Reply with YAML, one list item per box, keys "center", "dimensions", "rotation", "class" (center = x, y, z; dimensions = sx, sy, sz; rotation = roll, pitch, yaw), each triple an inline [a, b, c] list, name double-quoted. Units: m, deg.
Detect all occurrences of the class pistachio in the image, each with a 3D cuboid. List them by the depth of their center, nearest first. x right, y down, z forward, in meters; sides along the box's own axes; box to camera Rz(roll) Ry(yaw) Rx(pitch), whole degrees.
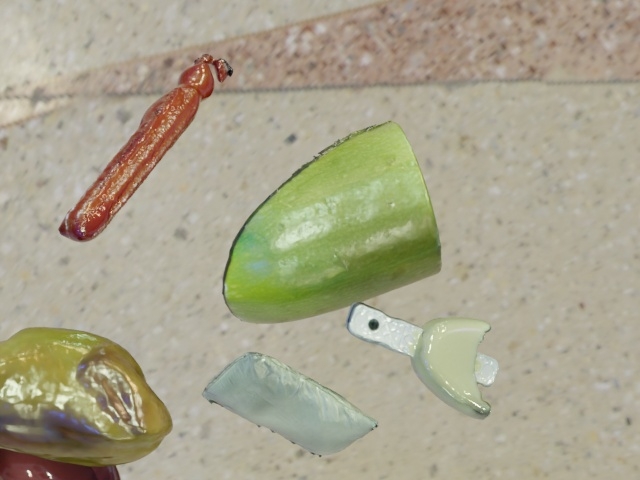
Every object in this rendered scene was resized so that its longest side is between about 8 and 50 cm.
- center: [-0.218, 0.136, 1.242]
  dimensions: [0.189, 0.110, 0.100]
  rotation: [7, 51, -5]
  class: "pistachio"

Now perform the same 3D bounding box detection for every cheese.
- center: [0.136, 0.141, 1.911]
  dimensions: [0.235, 0.050, 0.127]
  rotation: [21, 81, -20]
  class: "cheese"

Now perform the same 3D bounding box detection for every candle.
- center: [-0.196, -0.105, 1.639]
  dimensions: [0.048, 0.051, 0.329]
  rotation: [47, 47, -15]
  class: "candle"

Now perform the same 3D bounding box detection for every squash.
- center: [0.000, 0.000, 2.079]
  dimensions: [0.309, 0.233, 0.210]
  rotation: [-17, 43, -4]
  class: "squash"

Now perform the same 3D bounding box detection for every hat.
- center: [-0.313, 0.267, 1.605]
  dimensions: [0.205, 0.089, 0.205]
  rotation: [29, 26, -15]
  class: "hat"

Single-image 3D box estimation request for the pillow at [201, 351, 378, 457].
- center: [-0.041, 0.223, 1.962]
  dimensions: [0.229, 0.128, 0.051]
  rotation: [32, 44, -27]
  class: "pillow"
